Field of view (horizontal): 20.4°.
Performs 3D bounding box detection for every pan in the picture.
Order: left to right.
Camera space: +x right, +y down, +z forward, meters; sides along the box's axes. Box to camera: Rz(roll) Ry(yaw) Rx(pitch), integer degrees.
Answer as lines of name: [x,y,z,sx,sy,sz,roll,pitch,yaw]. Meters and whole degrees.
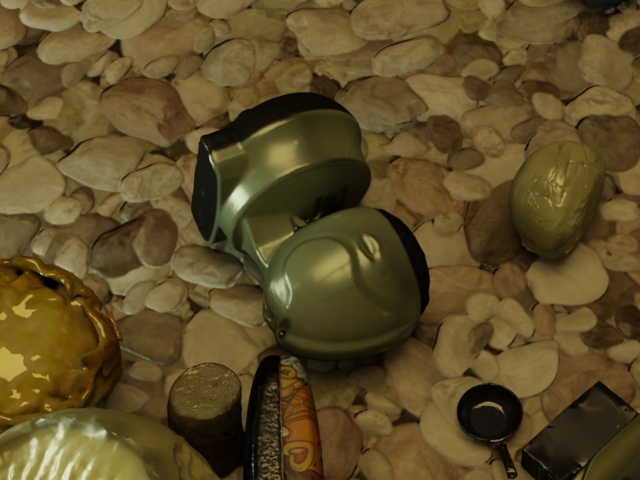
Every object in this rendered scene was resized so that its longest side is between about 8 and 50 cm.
pan: [0.181,0.200,1.829,0.068,0.023,0.115,-12,54,-5]

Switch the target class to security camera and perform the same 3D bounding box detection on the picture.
security camera: [0.000,0.000,1.883,0.191,0.197,0.277,-19,64,-19]

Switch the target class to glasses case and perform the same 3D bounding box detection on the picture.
glasses case: [-0.035,0.264,1.743,0.082,0.122,0.321,-1,57,-3]

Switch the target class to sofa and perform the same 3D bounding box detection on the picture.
sofa: [0.265,0.203,1.815,0.118,0.039,0.060,-39,64,-20]

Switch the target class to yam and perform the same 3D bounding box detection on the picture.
yam: [-0.116,0.184,1.800,0.084,0.127,0.084,-1,53,1]

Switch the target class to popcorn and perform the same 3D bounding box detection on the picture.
popcorn: [-0.324,0.132,1.812,0.250,0.190,0.250,-2,50,3]

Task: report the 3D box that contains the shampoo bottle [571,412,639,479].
shampoo bottle: [0.296,0.273,1.740,0.350,0.084,0.125,-40,71,-20]

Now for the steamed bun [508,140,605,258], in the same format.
steamed bun: [0.253,-0.051,1.937,0.091,0.112,0.130,23,68,16]

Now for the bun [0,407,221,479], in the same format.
bun: [-0.195,0.338,1.645,0.364,0.202,0.364,-7,77,29]

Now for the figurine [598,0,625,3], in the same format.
figurine: [0.317,-0.498,2.167,0.243,0.298,0.416,23,57,-22]
